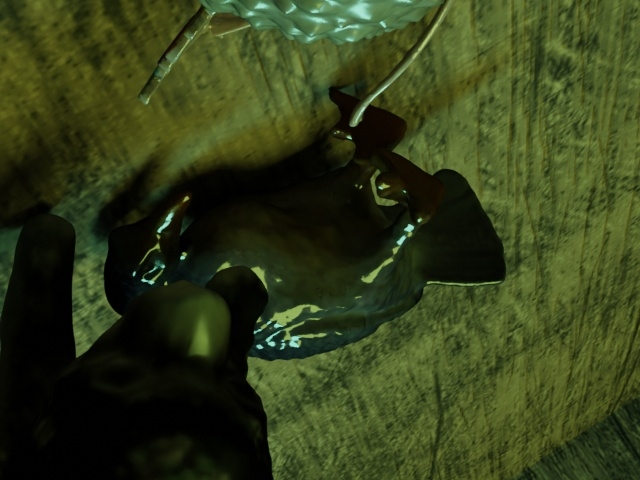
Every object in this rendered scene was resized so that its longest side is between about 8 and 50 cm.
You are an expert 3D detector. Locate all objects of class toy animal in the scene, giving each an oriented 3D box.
[{"bbox_3d":[-0.106,0.184,1.025,0.194,0.302,0.344,12,107,-21],"label":"toy animal"},{"bbox_3d":[0.000,0.000,1.236,0.185,0.122,0.298,-47,153,25],"label":"toy animal"}]

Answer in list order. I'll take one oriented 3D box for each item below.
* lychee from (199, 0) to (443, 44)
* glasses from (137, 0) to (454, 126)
[{"bbox_3d":[0.012,-0.154,0.735,0.197,0.165,0.165,6,153,-10],"label":"lychee"},{"bbox_3d":[0.026,-0.136,0.892,0.255,0.095,0.162,-42,174,10],"label":"glasses"}]
